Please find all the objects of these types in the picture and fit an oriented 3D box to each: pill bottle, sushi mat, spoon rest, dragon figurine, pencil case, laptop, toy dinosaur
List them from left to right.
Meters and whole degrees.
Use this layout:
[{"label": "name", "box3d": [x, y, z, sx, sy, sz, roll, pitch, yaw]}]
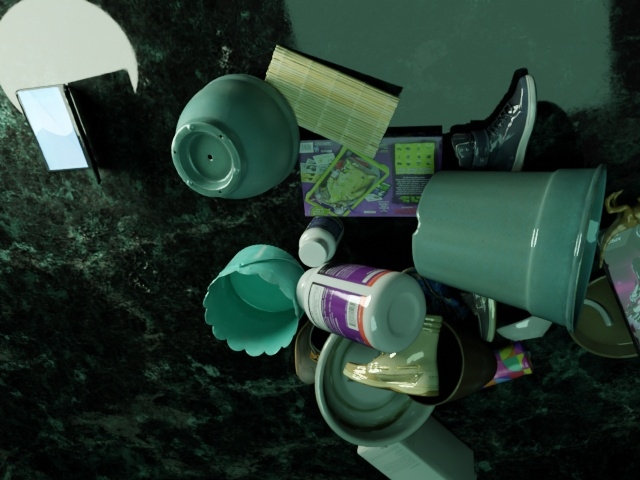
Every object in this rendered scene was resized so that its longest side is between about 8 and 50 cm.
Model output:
[{"label": "laptop", "box3d": [-0.680, -0.270, 1.315, 0.136, 0.264, 0.235, -20, 120, -18]}, {"label": "pill bottle", "box3d": [0.000, 0.000, 1.294, 0.094, 0.169, 0.094, 5, 114, 12]}, {"label": "sushi mat", "box3d": [0.011, -0.318, 1.172, 0.316, 0.019, 0.152, 25, 118, 7]}, {"label": "pill bottle", "box3d": [0.084, 0.147, 1.230, 0.322, 0.181, 0.182, 9, 130, 53]}, {"label": "dragon figurine", "box3d": [0.297, 0.139, 1.294, 0.085, 0.289, 0.144, -26, 68, 22]}, {"label": "pencil case", "box3d": [0.480, 0.357, 1.440, 0.236, 0.104, 0.104, -27, 110, 22]}, {"label": "spoon rest", "box3d": [0.586, 0.200, 1.301, 0.276, 0.137, 0.084, -18, 73, 35]}, {"label": "toy dinosaur", "box3d": [0.660, -0.049, 1.101, 0.211, 0.064, 0.112, -40, 69, 18]}]

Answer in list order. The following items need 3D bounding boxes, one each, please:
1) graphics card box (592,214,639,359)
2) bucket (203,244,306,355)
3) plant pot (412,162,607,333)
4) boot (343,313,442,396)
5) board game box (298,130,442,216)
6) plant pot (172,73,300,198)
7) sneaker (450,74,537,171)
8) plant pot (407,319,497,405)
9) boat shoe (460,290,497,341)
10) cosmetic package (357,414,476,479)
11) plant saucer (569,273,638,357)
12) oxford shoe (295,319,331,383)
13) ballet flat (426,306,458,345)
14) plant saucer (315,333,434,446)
[{"label": "graphics card box", "box3d": [0.798, 0.097, 1.166, 0.232, 0.094, 0.371, -21, 94, 23]}, {"label": "bucket", "box3d": [-0.169, 0.158, 1.419, 0.280, 0.183, 0.281, 6, 121, 9]}, {"label": "plant pot", "box3d": [0.399, -0.010, 1.097, 0.333, 0.341, 0.342, 12, 124, 32]}, {"label": "boot", "box3d": [0.179, 0.268, 1.275, 0.261, 0.095, 0.204, -1, 79, 42]}, {"label": "board game box", "box3d": [0.122, -0.158, 1.255, 0.346, 0.056, 0.208, 1, 115, 12]}, {"label": "plant pot", "box3d": [-0.219, -0.217, 1.185, 0.292, 0.196, 0.293, 11, 122, 17]}, {"label": "sneaker", "box3d": [0.376, -0.250, 1.121, 0.163, 0.086, 0.226, 5, 121, 6]}, {"label": "plant pot", "box3d": [0.350, 0.316, 1.324, 0.230, 0.215, 0.215, 13, 129, -37]}, {"label": "boat shoe", "box3d": [0.411, 0.133, 1.328, 0.092, 0.103, 0.286, -2, 115, 19]}, {"label": "cosmetic package", "box3d": [0.307, 0.661, 1.592, 0.365, 0.197, 0.155, 43, 121, -11]}, {"label": "plant saucer", "box3d": [0.776, 0.185, 1.306, 0.277, 0.041, 0.278, 6, 121, 10]}, {"label": "oxford shoe", "box3d": [-0.011, 0.307, 1.496, 0.129, 0.133, 0.364, 17, 121, 3]}, {"label": "ballet flat", "box3d": [0.321, 0.228, 1.415, 0.188, 0.070, 0.070, 37, 121, -24]}, {"label": "plant saucer", "box3d": [0.159, 0.368, 1.439, 0.399, 0.100, 0.401, -1, 94, -21]}]
